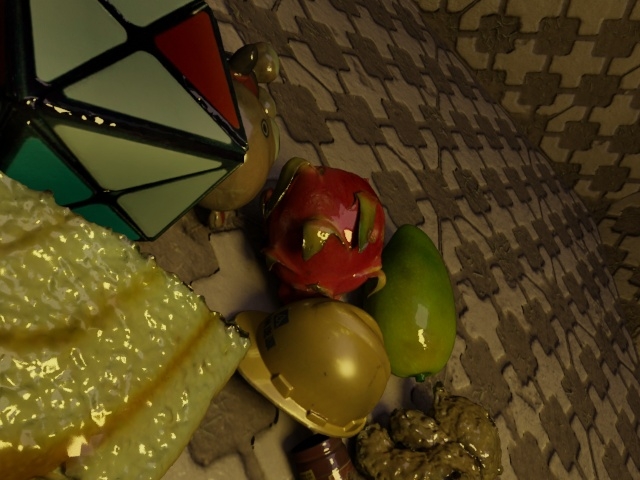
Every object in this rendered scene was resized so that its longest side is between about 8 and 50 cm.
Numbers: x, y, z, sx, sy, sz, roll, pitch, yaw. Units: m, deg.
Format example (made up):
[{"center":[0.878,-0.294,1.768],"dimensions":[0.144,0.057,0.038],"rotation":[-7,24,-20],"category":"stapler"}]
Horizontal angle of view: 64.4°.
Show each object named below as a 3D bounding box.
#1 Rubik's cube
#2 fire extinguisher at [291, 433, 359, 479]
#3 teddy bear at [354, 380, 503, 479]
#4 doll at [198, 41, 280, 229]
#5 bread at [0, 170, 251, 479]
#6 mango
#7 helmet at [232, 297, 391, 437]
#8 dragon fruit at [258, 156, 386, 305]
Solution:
[{"center":[-0.264,-0.156,0.593],"dimensions":[0.248,0.246,0.250],"rotation":[6,61,-45],"category":"Rubik's cube"},{"center":[0.055,0.385,0.688],"dimensions":[0.252,0.106,0.075],"rotation":[66,18,11],"category":"fire extinguisher"},{"center":[0.206,0.363,0.836],"dimensions":[0.267,0.156,0.256],"rotation":[56,36,0],"category":"teddy bear"},{"center":[-0.149,-0.192,0.805],"dimensions":[0.174,0.235,0.330],"rotation":[7,45,-12],"category":"doll"},{"center":[-0.269,0.120,0.415],"dimensions":[0.395,0.239,0.264],"rotation":[38,44,-28],"category":"bread"},{"center":[0.171,0.099,0.979],"dimensions":[0.192,0.156,0.343],"rotation":[45,35,-30],"category":"mango"},{"center":[0.012,0.151,0.731],"dimensions":[0.257,0.140,0.205],"rotation":[36,21,-22],"category":"helmet"},{"center":[0.001,-0.006,0.826],"dimensions":[0.224,0.224,0.227],"rotation":[25,60,-36],"category":"dragon fruit"}]
